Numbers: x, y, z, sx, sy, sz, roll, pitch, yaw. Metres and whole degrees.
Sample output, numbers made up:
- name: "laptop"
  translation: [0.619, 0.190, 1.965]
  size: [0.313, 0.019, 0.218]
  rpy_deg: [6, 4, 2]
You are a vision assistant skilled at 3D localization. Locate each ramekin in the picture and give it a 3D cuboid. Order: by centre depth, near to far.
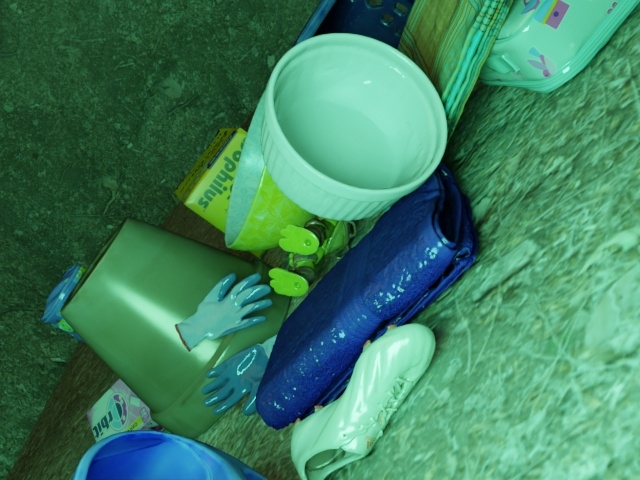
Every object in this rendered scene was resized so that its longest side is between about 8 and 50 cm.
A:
- name: "ramekin"
  translation: [0.028, -0.121, 0.913]
  size: [0.207, 0.207, 0.109]
  rpy_deg: [-63, 5, -30]

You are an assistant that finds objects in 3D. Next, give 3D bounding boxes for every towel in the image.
- name: "towel"
  translation: [0.055, 0.066, 0.912]
  size: [0.308, 0.076, 0.227]
  rpy_deg: [-47, 9, 24]
- name: "towel"
  translation: [0.141, -0.235, 1.020]
  size: [0.271, 0.040, 0.370]
  rpy_deg: [-98, 23, -51]

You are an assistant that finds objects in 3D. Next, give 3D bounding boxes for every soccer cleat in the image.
- name: "soccer cleat"
  translation: [0.044, 0.159, 0.756]
  size: [0.196, 0.068, 0.076]
  rpy_deg: [-49, 31, 22]

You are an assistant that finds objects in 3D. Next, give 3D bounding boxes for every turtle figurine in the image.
- name: "turtle figurine"
  translation: [0.000, 0.000, 1.173]
  size: [0.269, 0.087, 0.217]
  rpy_deg: [-59, -5, 32]

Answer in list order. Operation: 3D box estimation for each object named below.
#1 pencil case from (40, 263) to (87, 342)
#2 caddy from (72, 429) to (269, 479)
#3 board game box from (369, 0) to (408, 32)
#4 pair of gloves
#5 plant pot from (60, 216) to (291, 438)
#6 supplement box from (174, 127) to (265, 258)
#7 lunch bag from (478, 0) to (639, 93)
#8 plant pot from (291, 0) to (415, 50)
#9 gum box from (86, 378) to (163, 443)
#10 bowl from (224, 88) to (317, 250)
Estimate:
- name: "pencil case"
  translation: [-0.357, 0.157, 1.491]
  size: [0.119, 0.306, 0.133]
  rpy_deg: [-39, 29, 38]
- name: "caddy"
  translation: [-0.091, 0.270, 0.568]
  size: [0.179, 0.241, 0.341]
  rpy_deg: [-56, 15, 10]
- name: "board game box"
  translation: [0.118, -0.553, 1.619]
  size: [0.053, 0.305, 0.193]
  rpy_deg: [-35, 24, 43]
- name: "pair of gloves"
  translation: [-0.117, 0.146, 1.127]
  size: [0.159, 0.023, 0.198]
  rpy_deg: [-35, 62, 9]
- name: "plant pot"
  translation: [-0.251, 0.117, 1.305]
  size: [0.323, 0.280, 0.323]
  rpy_deg: [-48, 17, 20]
- name: "supplement box"
  translation: [-0.180, -0.115, 1.758]
  size: [0.194, 0.195, 0.356]
  rpy_deg: [-54, 16, -2]
- name: "lunch bag"
  translation: [0.267, -0.285, 0.966]
  size: [0.224, 0.108, 0.279]
  rpy_deg: [-54, 15, 5]
- name: "plant pot"
  translation: [0.071, -0.303, 1.371]
  size: [0.236, 0.236, 0.212]
  rpy_deg: [-59, 10, -20]
- name: "gum box"
  translation: [-0.345, 0.316, 1.455]
  size: [0.188, 0.062, 0.107]
  rpy_deg: [-44, 59, 30]
- name: "bowl"
  translation: [-0.047, -0.105, 1.345]
  size: [0.289, 0.156, 0.289]
  rpy_deg: [-165, 90, -75]
